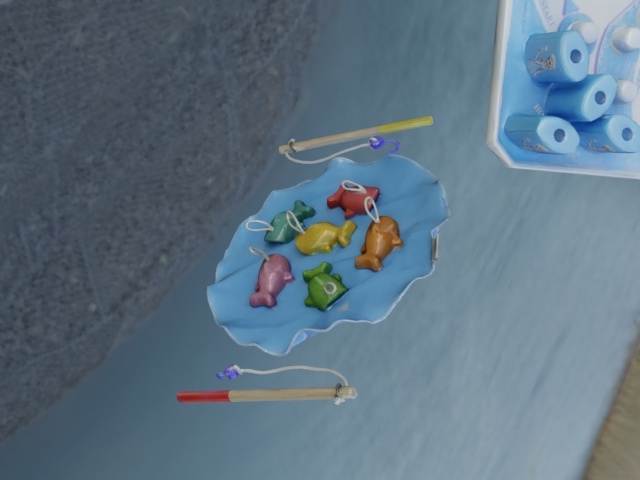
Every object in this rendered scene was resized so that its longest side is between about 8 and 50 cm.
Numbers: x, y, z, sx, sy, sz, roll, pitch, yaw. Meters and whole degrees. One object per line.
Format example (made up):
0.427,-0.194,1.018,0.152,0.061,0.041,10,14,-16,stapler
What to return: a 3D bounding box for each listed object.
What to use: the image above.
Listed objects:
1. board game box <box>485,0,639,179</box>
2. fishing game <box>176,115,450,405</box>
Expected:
0.300,-0.223,0.584,0.050,0.389,0.390,-163,-103,-72,board game box
0.000,0.000,0.684,0.041,0.189,0.264,58,41,-36,fishing game
